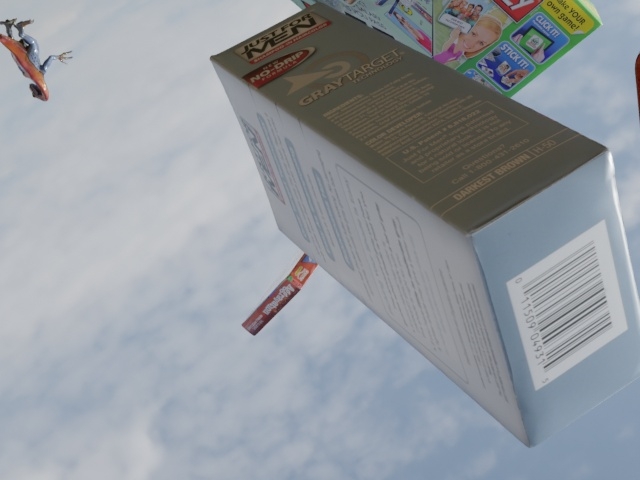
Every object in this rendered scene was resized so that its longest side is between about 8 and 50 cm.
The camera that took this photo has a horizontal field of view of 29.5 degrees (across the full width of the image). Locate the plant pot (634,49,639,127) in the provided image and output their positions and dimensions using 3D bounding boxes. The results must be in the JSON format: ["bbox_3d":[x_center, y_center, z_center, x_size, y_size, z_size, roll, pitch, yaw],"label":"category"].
[{"bbox_3d":[0.395,-0.075,1.019,0.267,0.267,0.236,-5,-179,35],"label":"plant pot"}]

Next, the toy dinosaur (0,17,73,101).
[{"bbox_3d":[-0.268,-0.159,1.101,0.047,0.082,0.090,3,-154,26],"label":"toy dinosaur"}]

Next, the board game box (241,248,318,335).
[{"bbox_3d":[0.000,0.000,1.638,0.281,0.027,0.145,-53,-177,-39],"label":"board game box"}]

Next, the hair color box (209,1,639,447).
[{"bbox_3d":[0.067,-0.032,0.898,0.114,0.185,0.374,-31,-145,-15],"label":"hair color box"}]

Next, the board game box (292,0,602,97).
[{"bbox_3d":[0.126,-0.268,1.319,0.213,0.317,0.046,-38,-144,26],"label":"board game box"}]
